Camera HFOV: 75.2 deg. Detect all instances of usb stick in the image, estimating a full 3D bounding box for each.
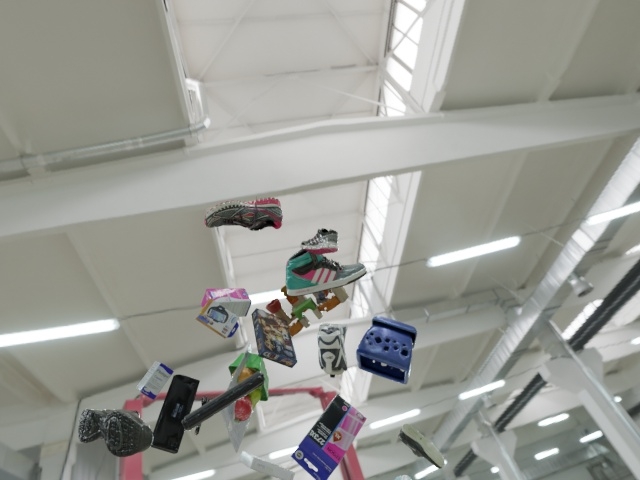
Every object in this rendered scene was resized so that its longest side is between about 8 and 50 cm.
[{"bbox_3d":[-0.300,0.501,1.309,0.278,0.045,0.077,-27,-6,-26],"label":"usb stick"}]

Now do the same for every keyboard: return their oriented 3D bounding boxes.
[{"bbox_3d":[-0.591,0.751,1.800,0.201,0.317,0.033,27,-46,-18],"label":"keyboard"}]

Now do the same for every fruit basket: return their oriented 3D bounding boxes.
[{"bbox_3d":[-0.358,0.695,1.864,0.165,0.353,0.327,4,-56,18],"label":"fruit basket"}]

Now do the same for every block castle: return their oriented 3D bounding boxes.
[{"bbox_3d":[-0.090,0.287,2.120,0.453,0.303,0.213,-36,-80,8],"label":"block castle"}]

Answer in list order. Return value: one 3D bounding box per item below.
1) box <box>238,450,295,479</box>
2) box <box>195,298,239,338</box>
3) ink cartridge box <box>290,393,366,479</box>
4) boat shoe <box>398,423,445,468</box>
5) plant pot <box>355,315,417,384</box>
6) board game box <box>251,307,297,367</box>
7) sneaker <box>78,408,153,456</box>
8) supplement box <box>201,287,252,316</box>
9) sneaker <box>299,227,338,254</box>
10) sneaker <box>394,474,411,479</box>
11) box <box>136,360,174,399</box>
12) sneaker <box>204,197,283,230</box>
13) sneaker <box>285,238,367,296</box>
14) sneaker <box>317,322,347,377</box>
[{"bbox_3d":[-0.286,1.181,2.170,0.232,0.058,0.322,26,-26,-10],"label":"box"},{"bbox_3d":[-0.338,0.266,1.393,0.136,0.081,0.028,35,-34,-7],"label":"box"},{"bbox_3d":[0.046,0.850,1.804,0.371,0.175,0.069,-35,-24,-51],"label":"ink cartridge box"},{"bbox_3d":[0.458,0.943,1.885,0.084,0.233,0.079,-2,-59,-53],"label":"boat shoe"},{"bbox_3d":[0.303,0.477,1.843,0.236,0.212,0.236,16,-30,17],"label":"plant pot"},{"bbox_3d":[-0.191,0.394,1.695,0.165,0.243,0.042,30,-71,-30],"label":"board game box"},{"bbox_3d":[-0.539,0.510,1.143,0.286,0.109,0.130,-2,-12,34],"label":"sneaker"},{"bbox_3d":[-0.482,0.322,2.134,0.220,0.111,0.114,3,-57,-39],"label":"supplement box"},{"bbox_3d":[0.000,0.000,1.304,0.063,0.075,0.170,22,-17,-33],"label":"sneaker"},{"bbox_3d":[0.132,0.793,1.153,0.208,0.319,0.127,4,-48,28],"label":"sneaker"},{"bbox_3d":[-0.710,0.597,1.780,0.072,0.137,0.126,41,-28,-19],"label":"box"},{"bbox_3d":[-0.288,-0.087,1.578,0.299,0.112,0.121,-9,-19,-14],"label":"sneaker"},{"bbox_3d":[0.009,0.076,1.470,0.295,0.124,0.178,-14,-79,-8],"label":"sneaker"},{"bbox_3d":[0.040,0.354,1.337,0.094,0.153,0.235,0,-1,3],"label":"sneaker"}]
